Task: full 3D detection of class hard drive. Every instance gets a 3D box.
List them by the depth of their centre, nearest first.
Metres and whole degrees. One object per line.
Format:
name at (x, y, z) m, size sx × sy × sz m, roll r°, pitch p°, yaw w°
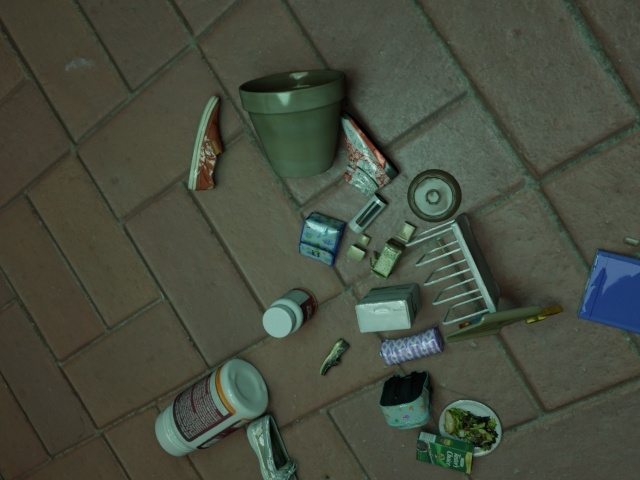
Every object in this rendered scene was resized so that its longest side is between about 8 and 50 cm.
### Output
hard drive at (0.930, 0.164, 1.625) m, size 0.319 × 0.040 × 0.210 m, roll 14°, pitch 104°, yaw 16°

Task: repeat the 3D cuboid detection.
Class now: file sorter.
file sorter at (0.400, 0.088, 1.713) m, size 0.173 × 0.193 × 0.277 m, roll -24°, pitch 92°, yaw 24°

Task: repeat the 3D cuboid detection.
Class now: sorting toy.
sorting toy at (0.543, 0.234, 1.683) m, size 0.229 × 0.307 × 0.041 m, roll 126°, pitch 134°, yaw -60°

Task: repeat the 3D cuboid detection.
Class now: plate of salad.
plate of salad at (0.487, 0.618, 1.861) m, size 0.200 × 0.048 × 0.200 m, roll 3°, pitch 101°, yaw 18°

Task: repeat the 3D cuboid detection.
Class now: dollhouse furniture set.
dollhouse furniture set at (0.187, 0.005, 1.816) m, size 0.161 × 0.101 × 0.182 m, roll 29°, pitch 108°, yaw 12°

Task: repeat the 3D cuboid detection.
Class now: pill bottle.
pill bottle at (-0.101, 0.240, 1.895) m, size 0.121 × 0.221 × 0.121 m, roll 4°, pitch 102°, yaw 18°
pill bottle at (-0.400, 0.615, 2.070) m, size 0.392 × 0.224 × 0.224 m, roll -36°, pitch 88°, yaw 21°

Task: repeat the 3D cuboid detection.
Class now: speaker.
speaker at (0.152, -0.086, 1.836) m, size 0.055 × 0.055 × 0.136 m, roll 45°, pitch 111°, yaw 6°

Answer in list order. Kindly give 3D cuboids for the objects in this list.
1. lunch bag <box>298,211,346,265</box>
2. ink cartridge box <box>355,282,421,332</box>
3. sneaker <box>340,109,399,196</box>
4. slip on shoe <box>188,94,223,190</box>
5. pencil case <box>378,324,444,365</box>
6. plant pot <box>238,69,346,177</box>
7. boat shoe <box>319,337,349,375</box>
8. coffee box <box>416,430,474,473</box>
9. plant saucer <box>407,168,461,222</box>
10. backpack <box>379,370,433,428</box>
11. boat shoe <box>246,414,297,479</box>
lunch bag at (0.000, 0.000, 1.889) m, size 0.129 × 0.096 × 0.151 m, roll 21°, pitch 121°, yaw 12°
ink cartridge box at (0.216, 0.208, 1.782) m, size 0.160 × 0.219 × 0.092 m, roll -9°, pitch 97°, yaw 20°
sneaker at (0.110, -0.267, 1.796) m, size 0.145 × 0.090 × 0.270 m, roll -40°, pitch 89°, yaw 19°
slip on shoe at (-0.381, -0.329, 1.954) m, size 0.101 × 0.123 × 0.331 m, roll 9°, pitch 100°, yaw -16°
pencil case at (0.297, 0.345, 1.858) m, size 0.206 × 0.086 × 0.088 m, roll -19°, pitch 66°, yaw 20°
plant pot at (-0.067, -0.353, 1.749) m, size 0.323 × 0.323 × 0.280 m, roll 1°, pitch 116°, yaw 19°
boat shoe at (0.046, 0.411, 1.967) m, size 0.049 × 0.056 × 0.152 m, roll 34°, pitch 109°, yaw 16°
coffee box at (0.411, 0.700, 1.884) m, size 0.184 × 0.040 × 0.113 m, roll 9°, pitch 125°, yaw 19°
plant saucer at (0.351, -0.137, 1.773) m, size 0.168 × 0.029 × 0.168 m, roll 4°, pitch 103°, yaw 18°
backpack at (0.278, 0.524, 1.838) m, size 0.166 × 0.188 × 0.144 m, roll -14°, pitch 95°, yaw 20°
boat shoe at (-0.159, 0.793, 2.081) m, size 0.103 × 0.118 × 0.320 m, roll -28°, pitch 84°, yaw 26°
